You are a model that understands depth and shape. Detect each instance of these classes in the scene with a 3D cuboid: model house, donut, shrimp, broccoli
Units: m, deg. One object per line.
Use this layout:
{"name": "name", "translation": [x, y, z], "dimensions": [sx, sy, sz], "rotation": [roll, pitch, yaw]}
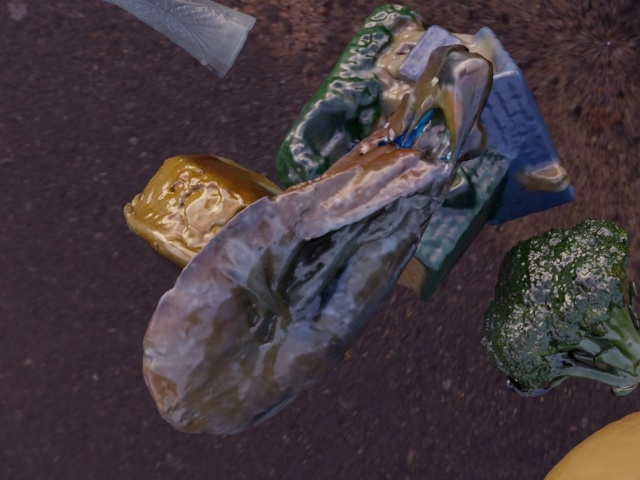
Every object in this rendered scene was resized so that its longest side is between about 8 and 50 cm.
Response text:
{"name": "model house", "translation": [0.184, -0.130, 1.653], "dimensions": [0.342, 0.382, 0.334], "rotation": [17, 150, 44]}
{"name": "donut", "translation": [-0.069, 0.014, 1.231], "dimensions": [0.330, 0.330, 0.160], "rotation": [40, 91, 5]}
{"name": "shrimp", "translation": [0.000, 0.000, 0.970], "dimensions": [0.446, 0.221, 0.110], "rotation": [-51, 46, 3]}
{"name": "broccoli", "translation": [0.409, 0.107, 1.653], "dimensions": [0.283, 0.321, 0.304], "rotation": [39, 137, -2]}

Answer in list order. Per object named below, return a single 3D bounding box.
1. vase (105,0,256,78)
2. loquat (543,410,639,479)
{"name": "vase", "translation": [-0.205, -0.315, 1.426], "dimensions": [0.219, 0.096, 0.096], "rotation": [29, 107, -9]}
{"name": "loquat", "translation": [0.150, 0.133, 0.348], "dimensions": [0.149, 0.204, 0.172], "rotation": [-35, 81, -23]}
